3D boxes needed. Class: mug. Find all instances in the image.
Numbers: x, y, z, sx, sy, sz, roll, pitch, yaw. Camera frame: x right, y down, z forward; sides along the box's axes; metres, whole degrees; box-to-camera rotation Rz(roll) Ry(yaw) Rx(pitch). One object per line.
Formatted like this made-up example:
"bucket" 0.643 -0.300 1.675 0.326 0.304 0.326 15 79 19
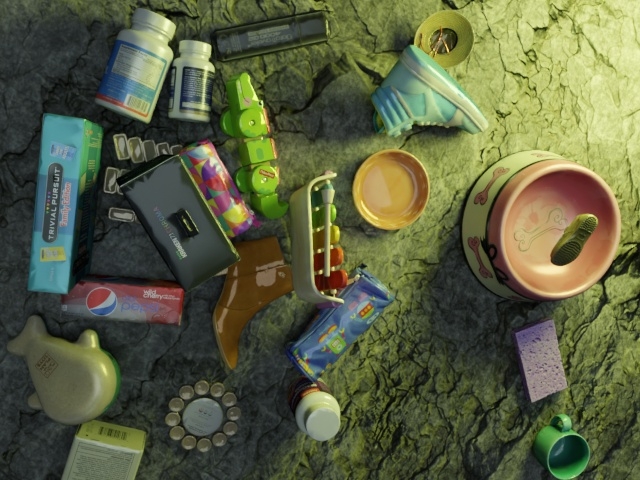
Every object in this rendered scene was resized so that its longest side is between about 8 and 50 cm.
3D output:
"mug" 0.661 0.562 1.687 0.129 0.097 0.158 31 89 -14

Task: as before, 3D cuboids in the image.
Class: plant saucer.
"plant saucer" 0.173 -0.127 1.526 0.200 0.037 0.200 -1 96 -12

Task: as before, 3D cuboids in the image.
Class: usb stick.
"usb stick" -0.112 -0.472 1.417 0.278 0.045 0.077 -15 107 -10

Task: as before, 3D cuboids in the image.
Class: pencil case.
"pencil case" -0.235 -0.116 1.398 0.104 0.104 0.236 -33 108 -6
"pencil case" 0.042 0.199 1.495 0.306 0.119 0.133 -46 129 -4

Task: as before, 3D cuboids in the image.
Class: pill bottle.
"pill bottle" -0.014 0.402 1.472 0.108 0.193 0.108 -2 97 -12
"pill bottle" -0.393 -0.377 1.328 0.124 0.124 0.221 20 91 -14
"pill bottle" -0.286 -0.352 1.368 0.094 0.094 0.169 5 96 -13

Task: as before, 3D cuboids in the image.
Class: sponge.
"sponge" 0.599 0.327 1.678 0.117 0.031 0.210 -18 100 -9

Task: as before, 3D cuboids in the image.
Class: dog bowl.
"dog bowl" 0.575 -0.028 1.568 0.408 0.150 0.408 -2 98 -12

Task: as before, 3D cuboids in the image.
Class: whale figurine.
"whale figurine" -0.573 0.288 1.387 0.272 0.141 0.216 37 88 11

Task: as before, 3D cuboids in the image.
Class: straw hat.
"straw hat" 0.298 -0.485 1.495 0.144 0.061 0.144 1 101 5

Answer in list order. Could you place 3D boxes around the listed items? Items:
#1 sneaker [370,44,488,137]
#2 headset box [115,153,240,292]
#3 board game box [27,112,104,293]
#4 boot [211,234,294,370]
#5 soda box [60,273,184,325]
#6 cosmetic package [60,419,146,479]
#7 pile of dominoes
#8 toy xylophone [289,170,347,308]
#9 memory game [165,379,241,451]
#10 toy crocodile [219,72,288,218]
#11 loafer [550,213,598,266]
"sneaker" 0.249 -0.309 1.490 0.319 0.127 0.208 30 119 -34
"headset box" -0.305 -0.047 1.283 0.131 0.283 0.246 -32 106 -13
"board game box" -0.521 -0.081 1.270 0.079 0.254 0.336 7 95 -12
"boot" -0.158 0.147 1.455 0.211 0.104 0.295 -12 95 -10
"soda box" -0.447 0.133 1.401 0.263 0.083 0.092 6 96 -13
"cosmetic package" -0.530 0.592 1.427 0.160 0.113 0.309 19 93 -14
"pile of dominoes" -0.368 -0.131 1.421 0.251 0.040 0.196 8 95 -21
"toy xylophone" 0.000 0.000 1.391 0.081 0.236 0.323 0 89 -23
"memory game" -0.288 0.433 1.510 0.186 0.012 0.186 -2 98 -13
"toy crocodile" -0.149 -0.212 1.408 0.105 0.115 0.341 -18 103 -29
"loafer" 0.607 -0.002 1.478 0.056 0.050 0.148 34 105 -10
